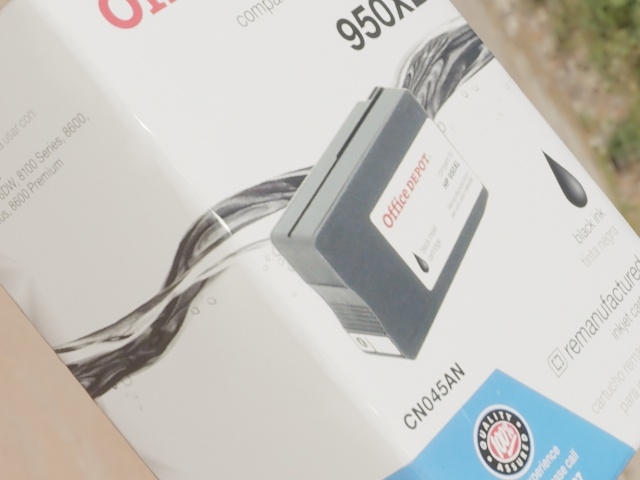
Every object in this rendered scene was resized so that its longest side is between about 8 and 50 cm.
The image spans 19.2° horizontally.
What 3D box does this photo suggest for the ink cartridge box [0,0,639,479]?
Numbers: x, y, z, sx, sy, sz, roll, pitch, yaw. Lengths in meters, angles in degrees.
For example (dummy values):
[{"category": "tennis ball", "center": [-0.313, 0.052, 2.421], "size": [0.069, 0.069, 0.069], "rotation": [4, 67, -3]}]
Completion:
[{"category": "ink cartridge box", "center": [0.000, 0.000, 1.059], "size": [0.395, 0.166, 0.285], "rotation": [51, 41, -2]}]
